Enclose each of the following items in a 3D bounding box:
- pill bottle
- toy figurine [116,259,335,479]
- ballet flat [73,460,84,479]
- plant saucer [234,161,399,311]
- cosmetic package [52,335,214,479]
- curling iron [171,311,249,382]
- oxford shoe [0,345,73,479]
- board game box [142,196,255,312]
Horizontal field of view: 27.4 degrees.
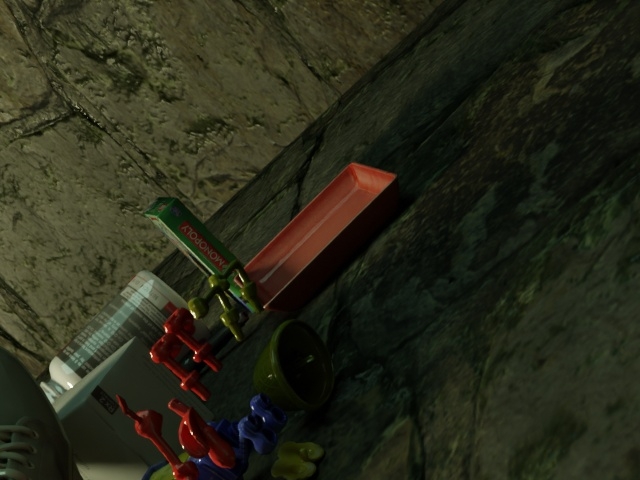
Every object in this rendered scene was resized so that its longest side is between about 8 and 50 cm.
[{"bbox_3d":[-0.323,0.199,2.073,0.283,0.161,0.161,-46,10,-14],"label":"pill bottle"},{"bbox_3d":[-0.133,0.200,1.258,0.217,0.191,0.362,-45,7,23],"label":"toy figurine"},{"bbox_3d":[-0.344,0.267,1.513,0.123,0.348,0.123,-28,-32,-19],"label":"ballet flat"},{"bbox_3d":[0.000,0.000,1.888,0.259,0.048,0.258,-44,14,-4],"label":"plant saucer"},{"bbox_3d":[-0.263,0.251,1.638,0.183,0.151,0.151,-37,11,31],"label":"cosmetic package"},{"bbox_3d":[-0.199,0.200,1.940,0.274,0.035,0.068,-42,14,16],"label":"curling iron"},{"bbox_3d":[-0.336,0.254,1.366,0.169,0.130,0.449,-10,44,-15],"label":"oxford shoe"},{"bbox_3d":[-0.191,0.017,2.148,0.046,0.213,0.317,-45,9,-7],"label":"board game box"}]
